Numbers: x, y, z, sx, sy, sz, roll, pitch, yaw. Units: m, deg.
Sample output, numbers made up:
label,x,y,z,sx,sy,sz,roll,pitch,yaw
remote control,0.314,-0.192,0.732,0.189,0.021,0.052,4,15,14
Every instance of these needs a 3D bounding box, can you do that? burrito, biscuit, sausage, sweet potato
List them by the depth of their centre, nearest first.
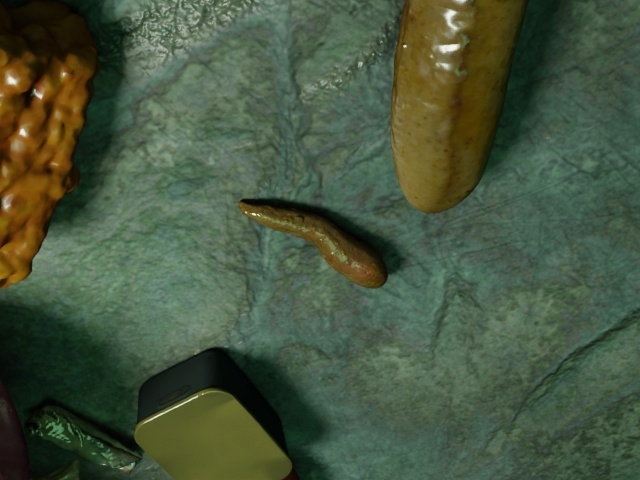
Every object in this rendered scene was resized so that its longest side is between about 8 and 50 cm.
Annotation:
label,x,y,z,sx,sy,sz,roll,pitch,yaw
biscuit,-0.365,-0.084,0.934,0.312,0.110,0.318,-2,124,-56
sausage,0.147,-0.232,0.994,0.136,0.123,0.500,-17,134,-34
sweet potato,0.000,0.000,1.187,0.214,0.050,0.050,31,116,-23
burrito,-0.312,0.269,1.335,0.171,0.042,0.051,37,115,-26

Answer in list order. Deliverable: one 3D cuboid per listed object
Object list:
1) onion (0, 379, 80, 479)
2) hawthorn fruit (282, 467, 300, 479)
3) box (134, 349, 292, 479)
label,x,y,z,sx,sy,sz,roll,pitch,yaw
onion,-0.486,0.294,1.138,0.358,0.358,0.345,-18,138,4
hawthorn fruit,-0.081,0.365,1.398,0.128,0.128,0.128,-5,127,-6
box,-0.140,0.247,1.316,0.144,0.090,0.201,-28,125,11
